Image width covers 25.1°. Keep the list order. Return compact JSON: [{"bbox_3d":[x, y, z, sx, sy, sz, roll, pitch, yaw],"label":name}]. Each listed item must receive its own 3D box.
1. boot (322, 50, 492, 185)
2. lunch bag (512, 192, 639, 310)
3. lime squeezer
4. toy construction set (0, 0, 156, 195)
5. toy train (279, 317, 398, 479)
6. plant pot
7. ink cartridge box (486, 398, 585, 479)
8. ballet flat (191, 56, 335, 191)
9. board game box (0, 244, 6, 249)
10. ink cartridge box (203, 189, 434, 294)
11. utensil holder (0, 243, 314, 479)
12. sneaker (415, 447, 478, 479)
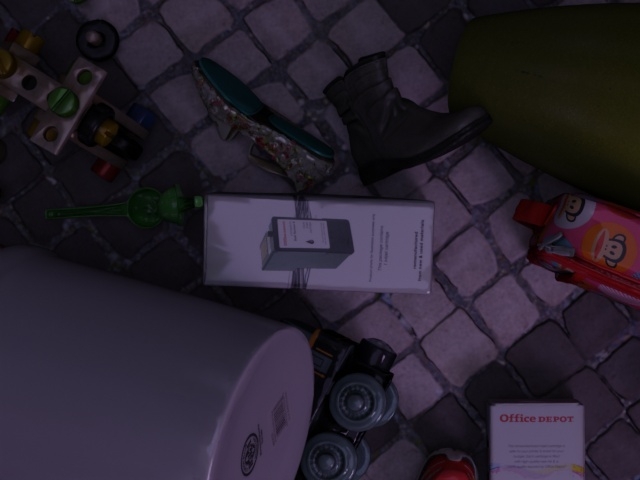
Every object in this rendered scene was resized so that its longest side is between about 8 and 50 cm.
[{"bbox_3d":[0.100,-0.174,1.871,0.083,0.246,0.161,-27,95,-40],"label":"boot"},{"bbox_3d":[0.367,0.012,1.822,0.258,0.293,0.120,23,90,5],"label":"lunch bag"},{"bbox_3d":[-0.227,-0.050,1.913,0.310,0.110,0.059,-2,75,43],"label":"lime squeezer"},{"bbox_3d":[-0.385,-0.167,1.870,0.309,0.237,0.257,-33,90,2],"label":"toy construction set"},{"bbox_3d":[-0.028,0.264,1.924,0.190,0.142,0.334,27,94,13],"label":"toy train"},{"bbox_3d":[0.324,-0.195,1.854,0.293,0.275,0.274,15,91,17],"label":"plant pot"},{"bbox_3d":[0.289,0.301,1.937,0.127,0.072,0.175,0,91,2],"label":"ink cartridge box"},{"bbox_3d":[-0.090,-0.149,1.942,0.241,0.091,0.077,38,114,5],"label":"ballet flat"},{"bbox_3d":[-0.530,0.117,1.984,0.145,0.027,0.281,30,92,3],"label":"board game box"},{"bbox_3d":[0.000,0.000,1.875,0.289,0.211,0.121,2,92,3],"label":"ink cartridge box"},{"bbox_3d":[-0.243,0.206,1.775,0.385,0.327,0.327,14,91,21],"label":"utensil holder"},{"bbox_3d":[0.141,0.414,1.916,0.107,0.118,0.279,11,99,2],"label":"sneaker"}]
